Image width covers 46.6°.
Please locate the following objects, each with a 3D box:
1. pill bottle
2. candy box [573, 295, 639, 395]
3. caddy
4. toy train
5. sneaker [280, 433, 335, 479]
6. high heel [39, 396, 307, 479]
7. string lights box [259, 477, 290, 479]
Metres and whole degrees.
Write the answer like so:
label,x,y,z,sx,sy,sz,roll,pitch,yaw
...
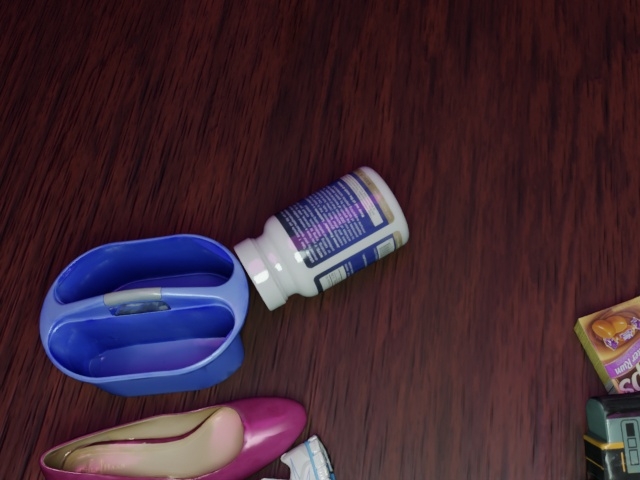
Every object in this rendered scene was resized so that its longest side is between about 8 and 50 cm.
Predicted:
label,x,y,z,sx,sy,sz,roll,pitch,yaw
pill bottle,0.000,0.000,1.237,0.265,0.153,0.153,-29,62,-7
candy box,0.478,0.188,1.121,0.109,0.053,0.186,-20,63,-2
caddy,-0.276,0.118,1.207,0.342,0.179,0.241,-7,63,5
toy train,0.513,0.289,0.989,0.334,0.142,0.190,-7,85,6
sneaker,-0.010,0.389,1.093,0.083,0.071,0.190,-24,53,4
high heel,-0.208,0.303,1.097,0.378,0.181,0.127,-21,62,-2
string lights box,-0.085,0.476,1.021,0.133,0.077,0.259,-27,58,24
